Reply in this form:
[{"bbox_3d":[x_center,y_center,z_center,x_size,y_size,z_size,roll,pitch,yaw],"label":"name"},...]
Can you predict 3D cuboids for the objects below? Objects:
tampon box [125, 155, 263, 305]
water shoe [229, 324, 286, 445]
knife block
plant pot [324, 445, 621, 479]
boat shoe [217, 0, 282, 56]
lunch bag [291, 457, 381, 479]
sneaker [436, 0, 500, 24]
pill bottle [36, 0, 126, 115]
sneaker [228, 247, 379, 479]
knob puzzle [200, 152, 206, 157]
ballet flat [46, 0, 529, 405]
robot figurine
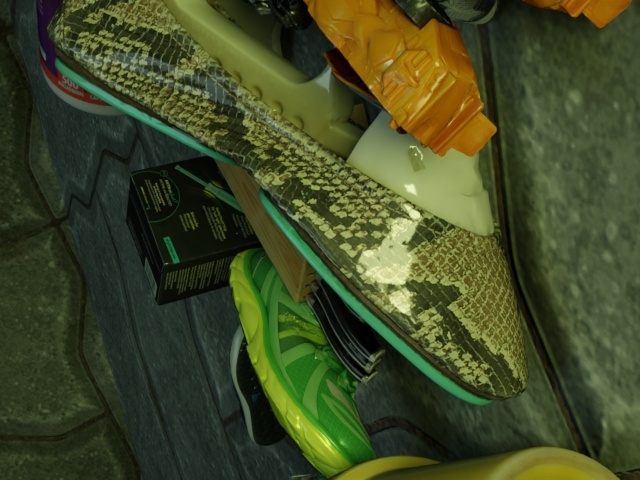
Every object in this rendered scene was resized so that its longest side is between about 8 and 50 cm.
[{"bbox_3d":[-0.120,-0.019,1.104,0.101,0.161,0.120,115,136,-59],"label":"tampon box"},{"bbox_3d":[-0.088,0.170,1.272,0.080,0.073,0.203,-134,36,-53],"label":"water shoe"},{"bbox_3d":[0.000,0.000,0.929,0.276,0.088,0.242,6,109,66],"label":"knife block"},{"bbox_3d":[0.103,0.258,0.687,0.239,0.254,0.254,-42,64,48],"label":"plant pot"},{"bbox_3d":[-0.081,-0.237,0.936,0.096,0.117,0.324,61,160,22],"label":"boat shoe"},{"bbox_3d":[0.046,0.333,0.874,0.279,0.224,0.108,58,149,27],"label":"lunch bag"},{"bbox_3d":[0.072,-0.171,0.685,0.135,0.058,0.052,23,126,62],"label":"sneaker"},{"bbox_3d":[-0.250,-0.314,1.188,0.181,0.182,0.323,61,155,29],"label":"pill bottle"},{"bbox_3d":[-0.002,0.100,0.933,0.109,0.124,0.295,65,180,-49],"label":"sneaker"},{"bbox_3d":[-0.133,-0.126,1.239,0.213,0.030,0.213,47,146,48],"label":"knob puzzle"},{"bbox_3d":[-0.008,-0.091,0.735,0.483,0.164,0.182,40,109,19],"label":"ballet flat"},{"bbox_3d":[0.049,-0.190,0.612,0.211,0.085,0.291,-44,46,17],"label":"robot figurine"}]
